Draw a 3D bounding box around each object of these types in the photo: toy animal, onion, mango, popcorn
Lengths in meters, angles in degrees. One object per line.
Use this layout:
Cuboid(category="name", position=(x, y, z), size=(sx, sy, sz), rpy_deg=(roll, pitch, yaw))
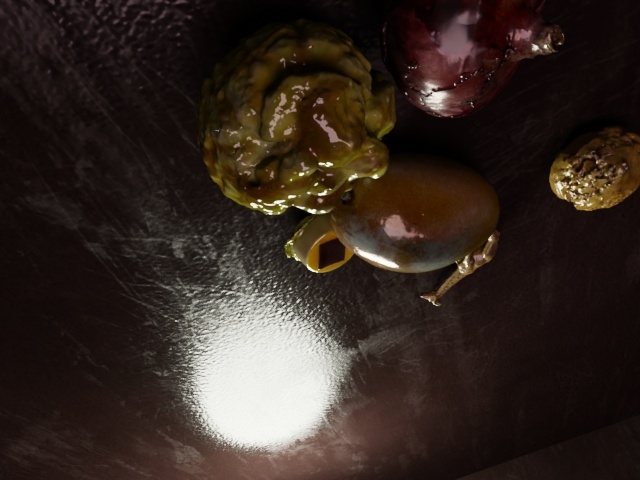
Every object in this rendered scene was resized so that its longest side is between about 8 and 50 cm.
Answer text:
Cuboid(category="toy animal", position=(0.313, 0.048, 1.271), size=(0.149, 0.054, 0.275), rpy_deg=(-7, 139, -10))
Cuboid(category="onion", position=(0.196, -0.277, 0.721), size=(0.252, 0.219, 0.252), rpy_deg=(-35, 134, -46))
Cuboid(category="mango", position=(0.185, -0.046, 1.016), size=(0.384, 0.199, 0.221), rpy_deg=(4, 126, -40))
Cuboid(category="popcorn", position=(-0.039, -0.155, 0.776), size=(0.282, 0.246, 0.282), rpy_deg=(-12, 150, -7))

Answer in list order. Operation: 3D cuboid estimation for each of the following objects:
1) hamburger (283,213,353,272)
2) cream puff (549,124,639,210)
Cuboid(category="hamburger", position=(0.000, 0.000, 1.080), size=(0.141, 0.081, 0.126), rpy_deg=(-30, 141, -6))
Cuboid(category="cream puff", position=(0.542, -0.134, 1.096), size=(0.189, 0.129, 0.189), rpy_deg=(-13, 139, -12))
